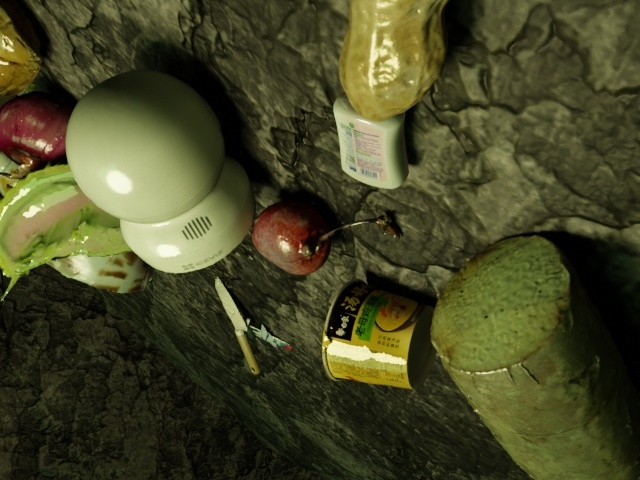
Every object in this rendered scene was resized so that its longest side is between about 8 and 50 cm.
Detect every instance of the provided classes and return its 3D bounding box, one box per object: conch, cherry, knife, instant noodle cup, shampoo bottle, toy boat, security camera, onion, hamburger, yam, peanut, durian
[{"bbox_3d":[-0.501,-0.044,1.126,0.368,0.249,0.197,19,115,-17],"label":"conch"},{"bbox_3d":[0.000,0.000,0.722,0.225,0.090,0.107,7,130,34],"label":"cherry"},{"bbox_3d":[-0.194,0.206,1.326,0.047,0.017,0.298,3,122,40],"label":"knife"},{"bbox_3d":[0.089,0.134,0.769,0.122,0.151,0.151,6,141,31],"label":"instant noodle cup"},{"bbox_3d":[0.048,-0.101,0.530,0.072,0.043,0.099,24,151,27],"label":"shampoo bottle"},{"bbox_3d":[-0.141,0.231,1.366,0.149,0.034,0.105,29,153,-8],"label":"toy boat"},{"bbox_3d":[-0.204,-0.094,0.698,0.194,0.194,0.236,21,154,32],"label":"security camera"},{"bbox_3d":[-0.488,-0.180,0.991,0.177,0.153,0.177,-7,149,-5],"label":"onion"},{"bbox_3d":[-0.523,-0.308,0.848,0.183,0.130,0.206,43,152,-16],"label":"hamburger"},{"bbox_3d":[0.225,0.136,0.566,0.161,0.161,0.268,2,139,52],"label":"yam"},{"bbox_3d":[0.059,-0.154,0.393,0.080,0.080,0.174,32,152,13],"label":"peanut"},{"bbox_3d":[-0.418,-0.036,0.939,0.355,0.169,0.157,-16,142,13],"label":"durian"}]

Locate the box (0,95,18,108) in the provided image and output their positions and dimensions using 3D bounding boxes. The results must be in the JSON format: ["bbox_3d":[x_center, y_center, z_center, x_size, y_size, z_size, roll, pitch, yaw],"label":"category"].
[{"bbox_3d":[-0.714,-0.242,1.182,0.231,0.149,0.155,31,154,15],"label":"box"}]
